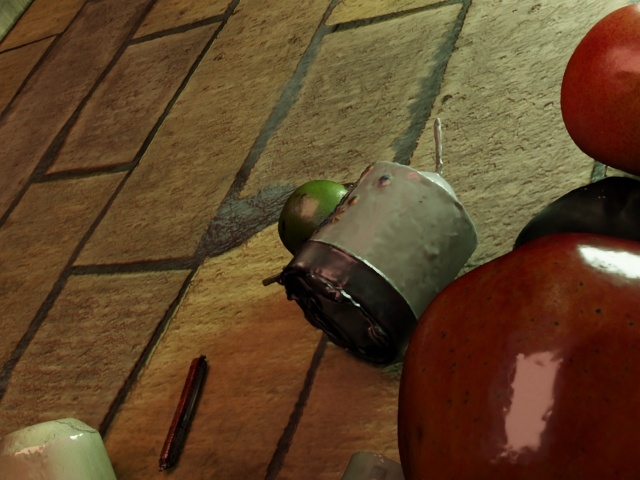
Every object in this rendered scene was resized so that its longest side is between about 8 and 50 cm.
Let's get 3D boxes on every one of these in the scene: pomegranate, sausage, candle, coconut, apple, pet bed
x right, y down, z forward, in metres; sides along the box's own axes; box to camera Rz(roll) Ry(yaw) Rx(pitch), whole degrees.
[{"bbox_3d":[0.413,-0.171,1.269,0.257,0.221,0.221,27,68,35],"label":"pomegranate"},{"bbox_3d":[-0.190,0.237,1.485,0.028,0.025,0.198,-50,18,45],"label":"sausage"},{"bbox_3d":[0.101,-0.009,1.372,0.187,0.187,0.330,13,58,48],"label":"candle"},{"bbox_3d":[-0.351,0.331,1.402,0.171,0.171,0.182,-21,76,22],"label":"coconut"},{"bbox_3d":[0.239,0.164,1.079,0.329,0.295,0.365,-47,17,46],"label":"apple"},{"bbox_3d":[0.329,0.002,1.278,0.201,0.053,0.201,-24,37,20],"label":"pet bed"},{"bbox_3d":[0.006,-0.002,1.496,0.148,0.148,0.169,-12,52,32],"label":"pomegranate"}]

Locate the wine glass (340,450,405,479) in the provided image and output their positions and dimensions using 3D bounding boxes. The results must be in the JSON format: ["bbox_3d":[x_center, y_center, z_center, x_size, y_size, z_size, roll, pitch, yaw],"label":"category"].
[{"bbox_3d":[0.025,0.337,1.114,0.103,0.103,0.231,0,46,41],"label":"wine glass"}]
